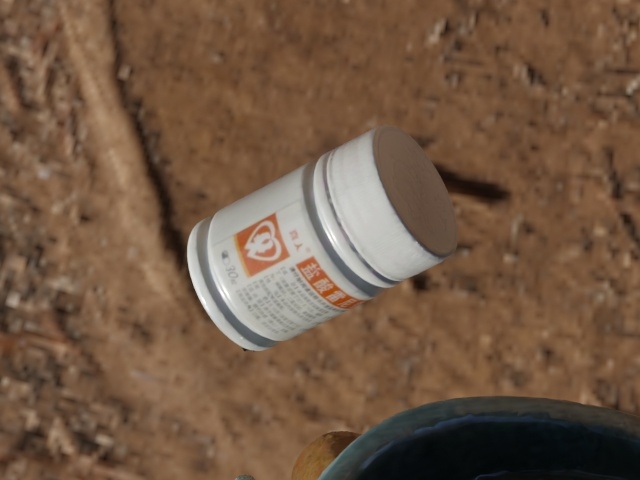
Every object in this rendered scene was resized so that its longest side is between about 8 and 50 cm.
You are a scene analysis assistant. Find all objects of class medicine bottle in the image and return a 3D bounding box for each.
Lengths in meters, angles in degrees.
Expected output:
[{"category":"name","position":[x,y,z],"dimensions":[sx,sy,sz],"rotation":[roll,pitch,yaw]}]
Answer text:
[{"category":"medicine bottle","position":[0.000,0.000,0.715],"dimensions":[0.089,0.057,0.057],"rotation":[-28,128,25]}]

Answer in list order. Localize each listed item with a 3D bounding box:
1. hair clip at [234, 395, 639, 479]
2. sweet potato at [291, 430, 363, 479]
[{"category":"hair clip","position":[0.114,0.191,0.744],"dimensions":[0.238,0.392,0.318],"rotation":[-16,125,-2]},{"category":"sweet potato","position":[0.037,0.128,0.946],"dimensions":[0.051,0.065,0.218],"rotation":[51,158,-20]}]
